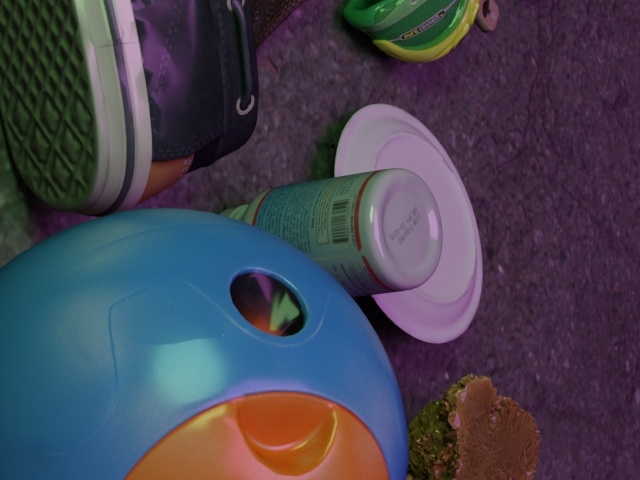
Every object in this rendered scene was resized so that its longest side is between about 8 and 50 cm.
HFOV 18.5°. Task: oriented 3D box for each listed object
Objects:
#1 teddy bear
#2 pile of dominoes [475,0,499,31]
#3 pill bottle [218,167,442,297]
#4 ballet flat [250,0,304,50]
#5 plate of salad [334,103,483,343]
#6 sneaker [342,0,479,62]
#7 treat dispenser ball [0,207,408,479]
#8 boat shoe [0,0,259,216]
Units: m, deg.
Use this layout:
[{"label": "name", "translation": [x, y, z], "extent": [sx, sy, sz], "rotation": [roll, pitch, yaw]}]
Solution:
[{"label": "teddy bear", "translation": [0.052, 0.261, 1.483], "extent": [0.245, 0.113, 0.338], "rotation": [23, 74, -40]}, {"label": "pile of dominoes", "translation": [0.130, -0.323, 1.720], "extent": [0.251, 0.040, 0.196], "rotation": [45, 51, -38]}, {"label": "pill bottle", "translation": [0.000, 0.000, 1.398], "extent": [0.087, 0.160, 0.087], "rotation": [12, 75, -51]}, {"label": "ballet flat", "translation": [-0.059, -0.171, 1.446], "extent": [0.084, 0.058, 0.250], "rotation": [32, 45, -2]}, {"label": "plate of salad", "translation": [0.066, -0.012, 1.578], "extent": [0.200, 0.048, 0.200], "rotation": [30, 50, -44]}, {"label": "sneaker", "translation": [0.083, -0.294, 1.580], "extent": [0.123, 0.109, 0.295], "rotation": [11, 85, -45]}, {"label": "treat dispenser ball", "translation": [-0.093, 0.124, 1.156], "extent": [0.288, 0.288, 0.288], "rotation": [12, 74, -50]}, {"label": "boat shoe", "translation": [-0.134, -0.269, 1.245], "extent": [0.156, 0.187, 0.500], "rotation": [-14, 101, -36]}]
